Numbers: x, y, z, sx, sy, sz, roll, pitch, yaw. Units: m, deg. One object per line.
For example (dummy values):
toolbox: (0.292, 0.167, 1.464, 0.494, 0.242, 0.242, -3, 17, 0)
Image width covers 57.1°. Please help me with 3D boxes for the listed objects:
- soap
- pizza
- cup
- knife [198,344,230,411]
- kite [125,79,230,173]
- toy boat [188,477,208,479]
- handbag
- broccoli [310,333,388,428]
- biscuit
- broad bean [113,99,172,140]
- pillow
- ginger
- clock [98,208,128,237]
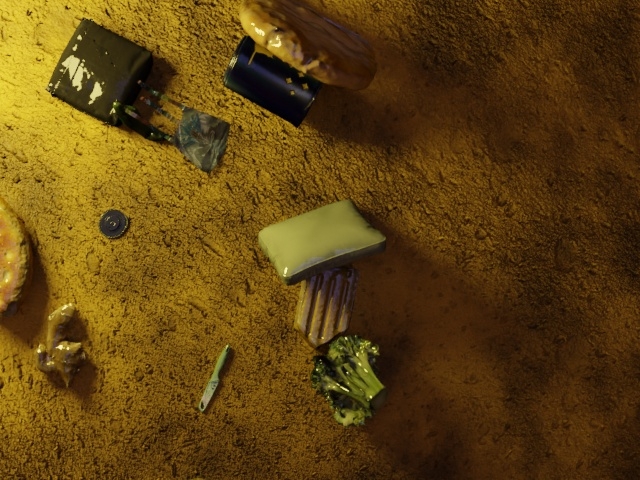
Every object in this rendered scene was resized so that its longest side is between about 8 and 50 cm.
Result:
soap: (0.013, 0.197, 1.764, 0.160, 0.080, 0.257, 13, 84, -12)
pizza: (-0.869, 0.042, 1.525, 0.226, 0.086, 0.335, -11, 89, -11)
cup: (-0.134, -0.485, 1.737, 0.256, 0.255, 0.178, 27, 118, -10)
knife: (-0.304, 0.399, 1.704, 0.030, 0.014, 0.207, 25, 83, -13)
kite: (-0.394, -0.313, 1.646, 0.310, 0.015, 0.169, 23, 79, -37)
toy boat: (-0.396, 0.760, 1.640, 0.226, 0.068, 0.088, -42, 104, -16)
handbag: (-0.605, -0.465, 1.620, 0.223, 0.080, 0.246, 26, 81, -13)
broccoli: (0.092, 0.415, 1.692, 0.247, 0.243, 0.262, 26, 88, -31)
biscuit: (-0.028, -0.556, 1.654, 0.430, 0.446, 0.104, 24, 122, -18)
broad bean: (-0.502, -0.325, 1.626, 0.195, 0.061, 0.046, 31, 41, -46)
pillow: (0.000, 0.000, 1.702, 0.323, 0.255, 0.119, -20, 128, -16)
ginger: (-0.685, 0.279, 1.582, 0.133, 0.059, 0.214, 20, 81, -6)
clock: (-0.582, -0.047, 1.645, 0.074, 0.010, 0.083, 31, 80, -13)
